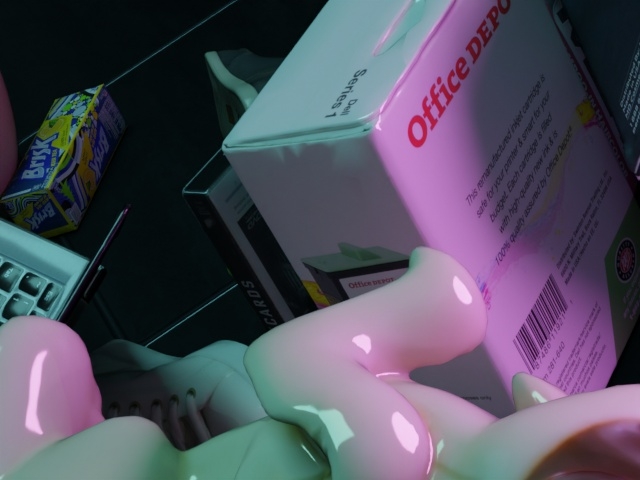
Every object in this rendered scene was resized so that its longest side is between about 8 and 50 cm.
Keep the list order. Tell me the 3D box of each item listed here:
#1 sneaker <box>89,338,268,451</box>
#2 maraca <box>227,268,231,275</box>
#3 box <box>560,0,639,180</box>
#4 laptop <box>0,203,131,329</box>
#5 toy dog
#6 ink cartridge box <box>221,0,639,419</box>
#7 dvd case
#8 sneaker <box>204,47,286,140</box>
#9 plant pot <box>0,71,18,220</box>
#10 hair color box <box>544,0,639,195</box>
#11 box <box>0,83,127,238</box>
[{"bbox_3d":[-0.113,0.136,1.238,0.123,0.106,0.290,-30,14,-31],"label":"sneaker"},{"bbox_3d":[0.000,0.000,1.365,0.127,0.099,0.186,-3,15,17],"label":"maraca"},{"bbox_3d":[0.315,-0.162,1.098,0.296,0.183,0.294,7,30,-10],"label":"box"},{"bbox_3d":[-0.326,0.116,1.200,0.408,0.236,0.382,23,75,29],"label":"laptop"},{"bbox_3d":[0.033,0.183,0.879,0.408,0.285,0.395,-12,35,26],"label":"toy dog"},{"bbox_3d":[0.086,-0.021,1.129,0.117,0.278,0.201,-4,39,38],"label":"ink cartridge box"},{"bbox_3d":[0.023,0.001,1.192,0.029,0.239,0.179,6,46,45],"label":"dvd case"},{"bbox_3d":[-0.028,-0.129,1.619,0.118,0.083,0.222,-16,21,-11],"label":"sneaker"},{"bbox_3d":[-0.394,-0.071,1.715,0.284,0.191,0.284,-30,25,15],"label":"plant pot"},{"bbox_3d":[0.183,-0.163,1.358,0.105,0.174,0.347,-10,36,33],"label":"hair color box"},{"bbox_3d":[-0.240,-0.074,1.731,0.059,0.054,0.169,-15,33,26],"label":"box"}]
